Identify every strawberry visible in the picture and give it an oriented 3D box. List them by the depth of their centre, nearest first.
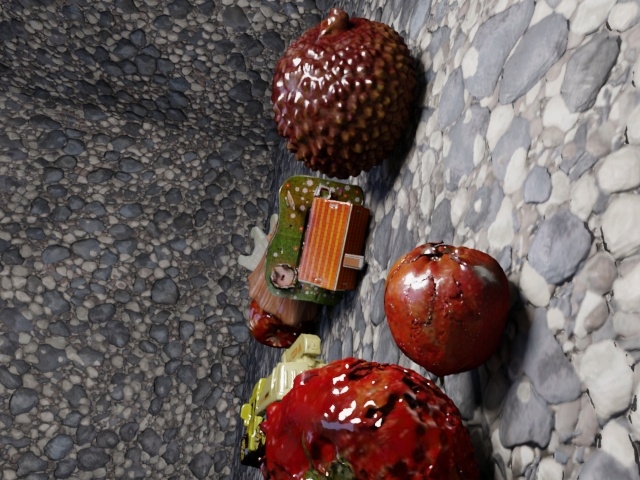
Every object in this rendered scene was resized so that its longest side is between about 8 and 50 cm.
[{"bbox_3d":[0.066,0.252,0.661,0.220,0.274,0.274,-32,-31,-49],"label":"strawberry"}]

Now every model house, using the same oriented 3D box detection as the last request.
[{"bbox_3d":[0.001,0.001,1.249,0.154,0.207,0.293,-168,89,-75],"label":"model house"}]

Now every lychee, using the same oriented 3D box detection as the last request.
[{"bbox_3d":[0.048,-0.289,1.119,0.306,0.306,0.330,-95,-8,-55],"label":"lychee"}]

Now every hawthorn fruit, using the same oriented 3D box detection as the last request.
[{"bbox_3d":[0.145,0.087,0.647,0.148,0.148,0.171,-130,33,-76],"label":"hawthorn fruit"}]

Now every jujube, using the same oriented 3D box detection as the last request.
[{"bbox_3d":[-0.111,0.192,1.631,0.232,0.213,0.212,-100,24,-53],"label":"jujube"}]

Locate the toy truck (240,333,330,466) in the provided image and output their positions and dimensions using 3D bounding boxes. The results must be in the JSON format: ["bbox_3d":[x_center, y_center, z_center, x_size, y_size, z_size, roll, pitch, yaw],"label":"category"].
[{"bbox_3d":[-0.062,0.376,1.245,0.405,0.181,0.253,121,155,-58],"label":"toy truck"}]

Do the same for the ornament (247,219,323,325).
[{"bbox_3d":[-0.054,0.067,1.445,0.235,0.221,0.217,-115,39,-50],"label":"ornament"}]

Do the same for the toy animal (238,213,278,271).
[{"bbox_3d":[-0.133,0.005,2.109,0.266,0.188,0.307,26,94,57],"label":"toy animal"}]
